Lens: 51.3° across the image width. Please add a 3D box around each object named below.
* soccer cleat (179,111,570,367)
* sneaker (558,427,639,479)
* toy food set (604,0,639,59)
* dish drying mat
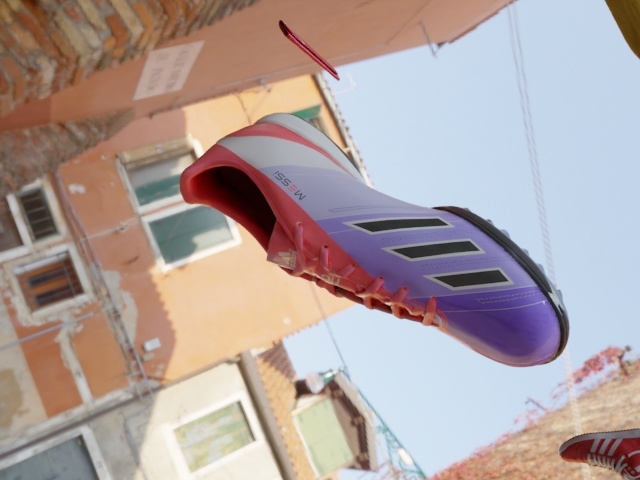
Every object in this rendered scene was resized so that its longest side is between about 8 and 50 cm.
[{"bbox_3d":[0.029,0.008,0.507,0.318,0.116,0.108,36,-42,26],"label":"soccer cleat"},{"bbox_3d":[0.342,0.262,0.781,0.118,0.067,0.042,-19,-52,27],"label":"sneaker"},{"bbox_3d":[0.265,-0.226,0.492,0.128,0.071,0.218,-26,-79,27],"label":"toy food set"},{"bbox_3d":[-0.010,-0.195,0.686,0.008,0.083,0.032,-44,-134,16],"label":"dish drying mat"}]
